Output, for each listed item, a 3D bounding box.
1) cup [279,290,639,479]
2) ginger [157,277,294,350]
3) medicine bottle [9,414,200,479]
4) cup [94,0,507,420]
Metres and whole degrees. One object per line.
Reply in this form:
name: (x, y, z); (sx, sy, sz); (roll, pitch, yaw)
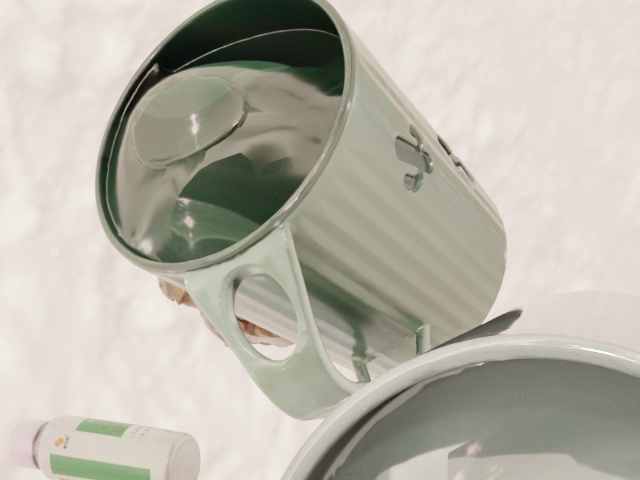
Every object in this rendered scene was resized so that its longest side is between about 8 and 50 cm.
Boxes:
cup: (0.113, 0.127, 0.590); (0.205, 0.205, 0.312); (-69, 165, 8)
ginger: (-0.084, 0.035, 2.092); (0.274, 0.357, 0.152); (-52, 135, -5)
medicine bottle: (-0.292, 0.287, 1.838); (0.095, 0.260, 0.095); (5, 90, -67)
cup: (-0.019, -0.003, 1.421); (0.392, 0.310, 0.401); (37, 64, -45)
